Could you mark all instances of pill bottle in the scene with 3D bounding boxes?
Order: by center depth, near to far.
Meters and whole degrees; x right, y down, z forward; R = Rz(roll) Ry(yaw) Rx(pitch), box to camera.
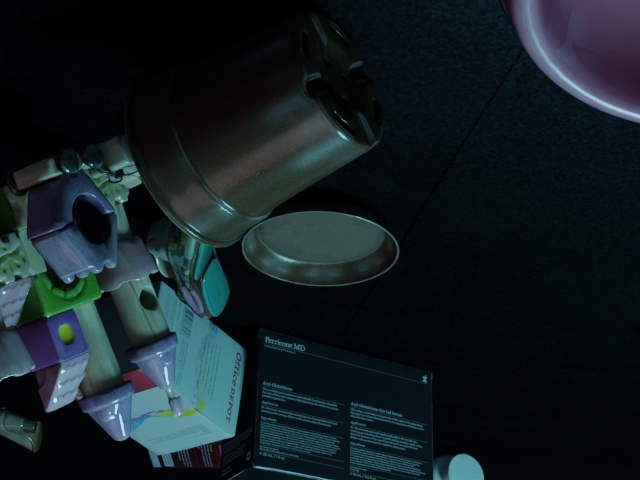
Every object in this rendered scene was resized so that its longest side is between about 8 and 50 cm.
[{"bbox_3d":[0.185,0.385,2.030,0.086,0.086,0.152,15,149,-23],"label":"pill bottle"}]

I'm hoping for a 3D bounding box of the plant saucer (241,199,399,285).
[{"bbox_3d":[0.000,0.000,1.397,0.168,0.029,0.168,1,152,0],"label":"plant saucer"}]

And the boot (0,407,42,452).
[{"bbox_3d":[-0.461,0.278,1.930,0.087,0.042,0.118,10,150,-1],"label":"boot"}]

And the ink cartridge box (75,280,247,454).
[{"bbox_3d":[-0.193,0.157,1.567,0.127,0.128,0.176,-19,135,30],"label":"ink cartridge box"}]

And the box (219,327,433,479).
[{"bbox_3d":[0.012,0.238,1.671,0.261,0.184,0.103,17,150,-25],"label":"box"}]

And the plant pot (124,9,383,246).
[{"bbox_3d":[-0.048,-0.102,1.094,0.165,0.167,0.167,-25,142,26],"label":"plant pot"}]

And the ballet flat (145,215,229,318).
[{"bbox_3d":[-0.145,0.015,1.401,0.079,0.077,0.221,19,153,10],"label":"ballet flat"}]

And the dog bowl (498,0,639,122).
[{"bbox_3d":[0.291,-0.221,0.849,0.408,0.150,0.408,2,151,1],"label":"dog bowl"}]

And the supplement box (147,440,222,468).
[{"bbox_3d":[-0.124,0.276,1.864,0.239,0.073,0.130,3,152,0],"label":"supplement box"}]

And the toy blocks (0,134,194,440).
[{"bbox_3d":[-0.223,0.068,1.191,0.309,0.260,0.288,-19,-179,31],"label":"toy blocks"}]
